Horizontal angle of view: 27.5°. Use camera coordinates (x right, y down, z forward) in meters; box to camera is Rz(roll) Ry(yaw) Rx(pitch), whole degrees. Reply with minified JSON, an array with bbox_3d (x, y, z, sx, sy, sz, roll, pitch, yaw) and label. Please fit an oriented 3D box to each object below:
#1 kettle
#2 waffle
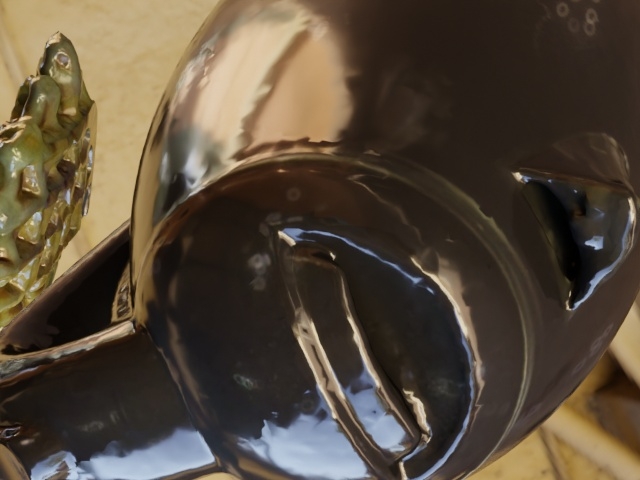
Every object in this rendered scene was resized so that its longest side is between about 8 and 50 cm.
[{"bbox_3d":[0.000,0.000,0.501,0.268,0.290,0.207,-21,108,23],"label":"kettle"},{"bbox_3d":[-0.201,-0.019,0.918,0.054,0.204,0.223,19,158,0],"label":"waffle"}]
